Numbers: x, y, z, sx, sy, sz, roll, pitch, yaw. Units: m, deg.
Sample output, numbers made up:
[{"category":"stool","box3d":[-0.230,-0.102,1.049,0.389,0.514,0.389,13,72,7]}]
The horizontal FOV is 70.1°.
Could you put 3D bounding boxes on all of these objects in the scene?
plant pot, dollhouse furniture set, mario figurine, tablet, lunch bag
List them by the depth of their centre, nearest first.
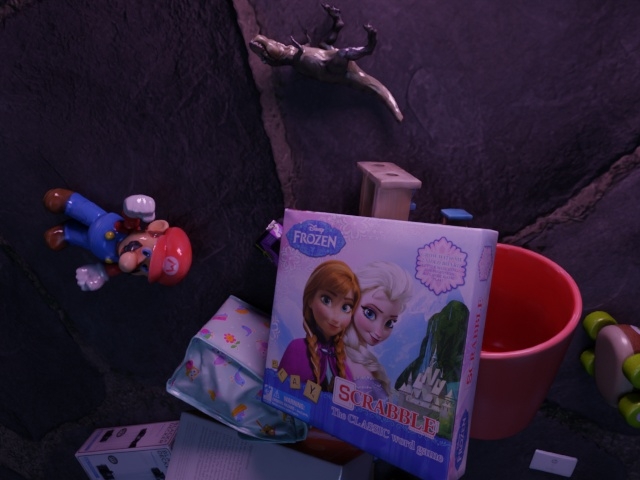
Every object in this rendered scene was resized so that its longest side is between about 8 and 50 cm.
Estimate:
[{"category":"plant pot","box3d":[0.266,0.175,0.759,0.276,0.274,0.242,-1,123,13]},{"category":"dollhouse furniture set","box3d":[0.159,-0.054,0.766,0.184,0.129,0.129,-1,114,-13]},{"category":"mario figurine","box3d":[-0.399,0.005,0.869,0.321,0.170,0.198,18,150,13]},{"category":"lunch bag","box3d":[-0.122,0.253,0.885,0.263,0.223,0.160,31,106,-2]},{"category":"tablet","box3d":[0.490,0.470,0.960,0.084,0.006,0.054,9,114,8]}]

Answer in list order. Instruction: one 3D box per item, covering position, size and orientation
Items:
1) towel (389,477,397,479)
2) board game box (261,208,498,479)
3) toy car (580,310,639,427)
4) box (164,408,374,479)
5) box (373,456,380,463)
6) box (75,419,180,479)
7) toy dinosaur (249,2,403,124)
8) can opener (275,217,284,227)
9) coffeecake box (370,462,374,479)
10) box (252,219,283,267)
[{"category":"towel","box3d":[0.227,0.768,1.002,0.375,0.320,0.090,36,158,-7]},{"category":"board game box","box3d":[0.064,0.124,0.652,0.319,0.066,0.317,8,92,38]},{"category":"toy car","box3d":[0.567,0.203,0.758,0.189,0.155,0.148,-6,111,5]},{"category":"box","box3d":[-0.095,0.456,0.904,0.346,0.215,0.168,8,79,24]},{"category":"box","box3d":[0.124,0.350,0.962,0.183,0.059,0.232,42,115,-5]},{"category":"box","box3d":[-0.453,0.563,1.167,0.290,0.087,0.169,-12,109,17]},{"category":"toy dinosaur","box3d":[0.029,-0.292,0.716,0.269,0.064,0.118,24,122,0]},{"category":"can opener","box3d":[0.000,0.000,0.846,0.186,0.073,0.059,25,124,11]},{"category":"coffeecake box","box3d":[0.023,0.539,1.030,0.186,0.068,0.142,12,120,25]},{"category":"box","box3d":[-0.047,0.039,0.851,0.162,0.029,0.116,40,155,-6]}]
